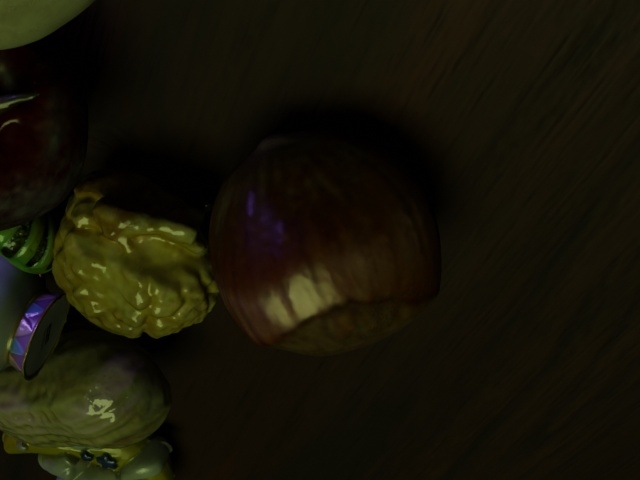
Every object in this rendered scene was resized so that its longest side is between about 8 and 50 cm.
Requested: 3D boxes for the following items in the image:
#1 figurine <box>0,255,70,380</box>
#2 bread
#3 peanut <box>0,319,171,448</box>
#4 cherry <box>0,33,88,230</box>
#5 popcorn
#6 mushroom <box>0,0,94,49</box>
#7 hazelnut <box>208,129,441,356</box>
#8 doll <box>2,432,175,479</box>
[{"bbox_3d":[-0.410,0.053,1.084,0.263,0.189,0.142,23,119,4],"label":"figurine"},{"bbox_3d":[-0.314,-0.027,1.022,0.071,0.130,0.139,-45,95,-1],"label":"bread"},{"bbox_3d":[-0.308,0.172,1.201,0.313,0.152,0.152,-10,133,36],"label":"peanut"},{"bbox_3d":[-0.322,-0.105,0.851,0.230,0.203,0.300,2,174,-35],"label":"cherry"},{"bbox_3d":[-0.175,0.013,0.975,0.180,0.180,0.170,39,92,-23],"label":"popcorn"},{"bbox_3d":[-0.250,-0.246,0.661,0.246,0.202,0.246,2,101,10],"label":"mushroom"},{"bbox_3d":[0.000,0.000,0.898,0.214,0.176,0.214,0,104,-1],"label":"hazelnut"},{"bbox_3d":[-0.312,0.312,1.385,0.252,0.111,0.237,-22,128,25],"label":"doll"}]
